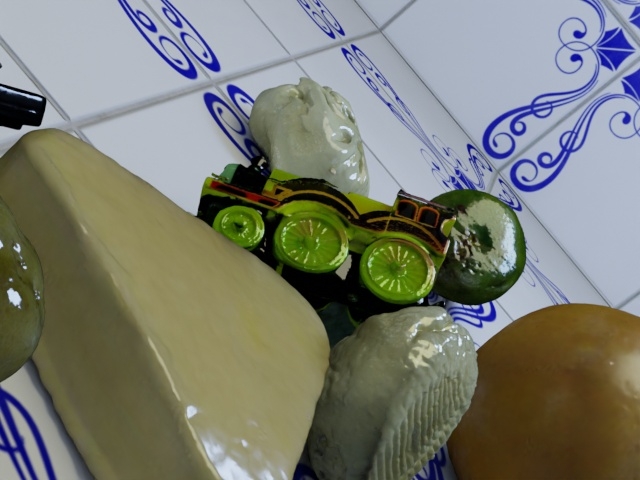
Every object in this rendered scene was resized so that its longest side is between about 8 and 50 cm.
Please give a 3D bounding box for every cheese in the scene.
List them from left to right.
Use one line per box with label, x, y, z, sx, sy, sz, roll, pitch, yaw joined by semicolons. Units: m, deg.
cheese;-0.120;0.106;0.976;0.384;0.104;0.384;44;19;-20

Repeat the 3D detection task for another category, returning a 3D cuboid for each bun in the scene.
bun;-0.004;-0.139;1.686;0.229;0.145;0.229;42;18;-16
bun;0.061;0.155;1.176;0.134;0.220;0.220;33;9;27

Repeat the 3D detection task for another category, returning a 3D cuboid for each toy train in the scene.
toy train;0.000;0.000;1.272;0.296;0.100;0.160;18;55;0

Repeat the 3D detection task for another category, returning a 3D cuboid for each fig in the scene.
fig;0.230;0.024;1.960;0.203;0.203;0.235;52;-22;3

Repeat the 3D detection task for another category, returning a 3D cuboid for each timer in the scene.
timer;-0.327;-0.136;0.928;0.144;0.055;0.187;14;1;29

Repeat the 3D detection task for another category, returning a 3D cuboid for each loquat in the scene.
loquat;0.316;0.231;1.431;0.328;0.328;0.328;44;19;-19

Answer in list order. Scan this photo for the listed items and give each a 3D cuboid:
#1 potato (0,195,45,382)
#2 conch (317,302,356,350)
potato;-0.278;0.007;0.726;0.235;0.160;0.178;41;-10;15
conch;0.020;0.073;1.358;0.176;0.122;0.188;-3;50;-43
